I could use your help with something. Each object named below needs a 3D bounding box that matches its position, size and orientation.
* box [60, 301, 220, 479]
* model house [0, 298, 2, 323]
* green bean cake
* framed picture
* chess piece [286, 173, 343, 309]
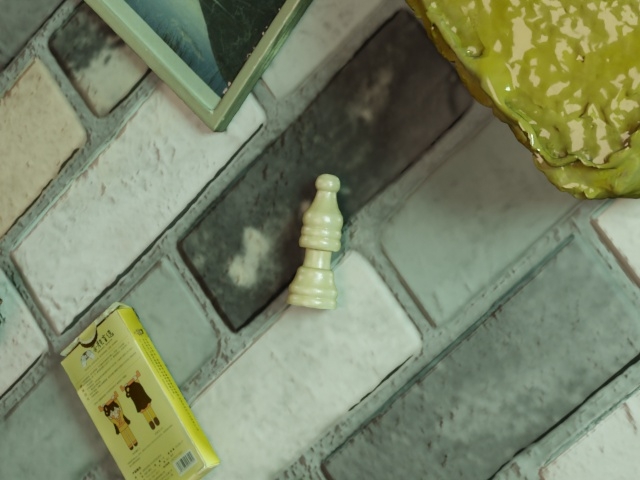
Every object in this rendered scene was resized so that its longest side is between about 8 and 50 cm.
[{"bbox_3d":[-0.136,0.125,1.264,0.073,0.020,0.149,-42,69,27],"label":"box"},{"bbox_3d":[-0.281,0.055,1.337,0.083,0.057,0.058,-7,81,31],"label":"model house"},{"bbox_3d":[0.186,-0.164,0.993,0.229,0.131,0.224,-46,65,27],"label":"green bean cake"},{"bbox_3d":[-0.098,-0.199,1.243,0.203,0.015,0.150,46,113,24],"label":"framed picture"},{"bbox_3d":[0.000,0.000,1.170,0.035,0.035,0.092,9,91,32],"label":"chess piece"}]
